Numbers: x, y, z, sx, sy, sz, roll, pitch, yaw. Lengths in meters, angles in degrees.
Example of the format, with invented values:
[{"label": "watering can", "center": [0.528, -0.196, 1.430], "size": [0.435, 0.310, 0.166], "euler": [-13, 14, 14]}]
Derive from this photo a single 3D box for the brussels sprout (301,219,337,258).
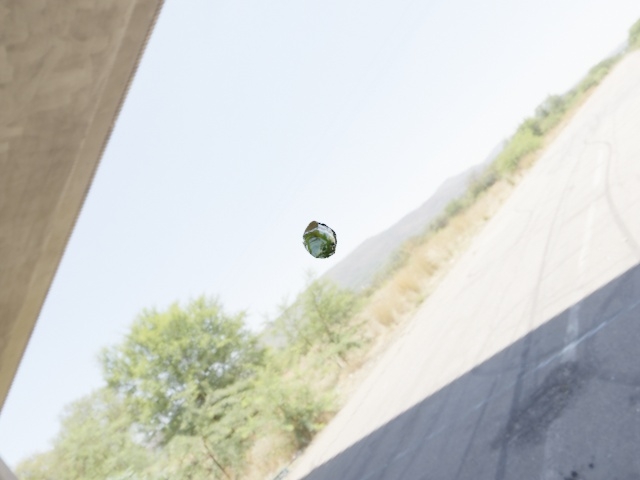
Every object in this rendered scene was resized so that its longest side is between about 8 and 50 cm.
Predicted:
[{"label": "brussels sprout", "center": [-0.001, -0.001, 0.791], "size": [0.046, 0.051, 0.083], "euler": [-48, 1, -1]}]
